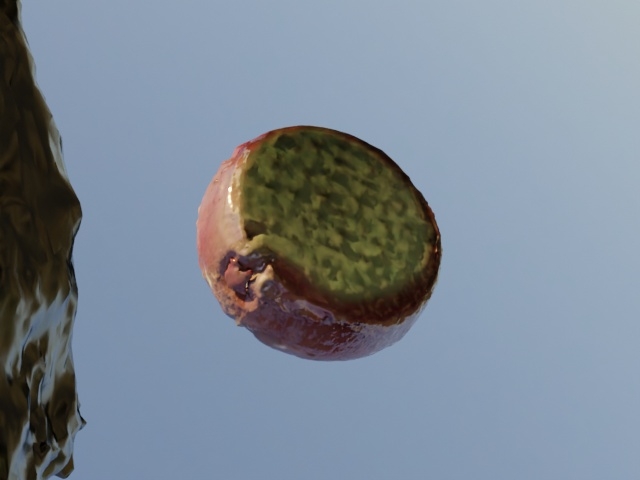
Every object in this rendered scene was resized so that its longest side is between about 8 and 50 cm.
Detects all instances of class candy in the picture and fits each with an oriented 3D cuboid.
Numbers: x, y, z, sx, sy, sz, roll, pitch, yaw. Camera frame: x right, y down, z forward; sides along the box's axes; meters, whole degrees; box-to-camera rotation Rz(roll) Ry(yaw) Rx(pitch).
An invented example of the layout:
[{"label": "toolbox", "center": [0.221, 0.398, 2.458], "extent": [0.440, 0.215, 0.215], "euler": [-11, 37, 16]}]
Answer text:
[{"label": "candy", "center": [0.000, 0.000, 0.793], "extent": [0.103, 0.043, 0.103], "euler": [16, -131, -19]}]

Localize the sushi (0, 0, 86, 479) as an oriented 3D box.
[{"label": "sushi", "center": [-0.219, 0.020, 0.563], "extent": [0.211, 0.350, 0.171], "euler": [-29, -71, -56]}]
